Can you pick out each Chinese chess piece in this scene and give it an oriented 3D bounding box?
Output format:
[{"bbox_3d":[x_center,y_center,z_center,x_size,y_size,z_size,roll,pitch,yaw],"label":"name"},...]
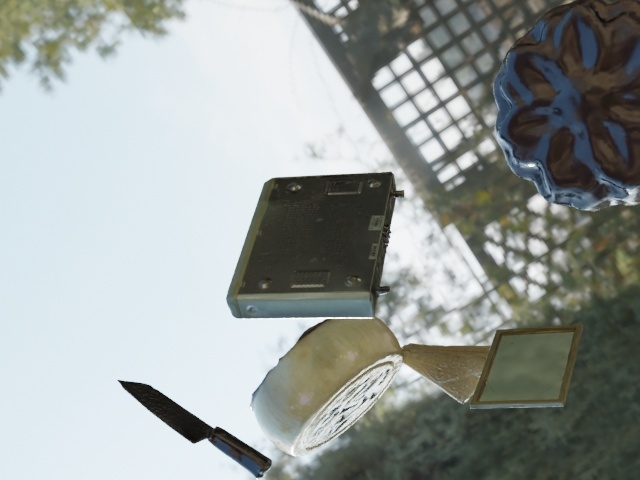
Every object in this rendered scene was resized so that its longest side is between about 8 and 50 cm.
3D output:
[{"bbox_3d":[0.012,0.222,1.737,0.104,0.257,0.257,47,-171,21],"label":"Chinese chess piece"}]

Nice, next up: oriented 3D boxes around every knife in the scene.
[{"bbox_3d":[-0.164,0.231,1.388,0.230,0.028,0.060,30,-161,20],"label":"knife"}]

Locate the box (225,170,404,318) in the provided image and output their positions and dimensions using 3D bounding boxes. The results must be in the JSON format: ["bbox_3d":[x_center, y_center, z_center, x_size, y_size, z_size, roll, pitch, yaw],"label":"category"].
[{"bbox_3d":[0.000,0.000,1.479,0.270,0.211,0.045,-74,-22,-50],"label":"box"}]

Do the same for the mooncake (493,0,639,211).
[{"bbox_3d":[0.362,-0.178,1.458,0.283,0.283,0.141,60,-155,11],"label":"mooncake"}]

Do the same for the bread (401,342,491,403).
[{"bbox_3d":[0.216,0.190,1.861,0.152,0.105,0.077,33,-162,12],"label":"bread"}]

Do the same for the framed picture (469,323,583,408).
[{"bbox_3d":[0.308,0.185,1.645,0.201,0.136,0.010,-55,-47,-55],"label":"framed picture"}]
